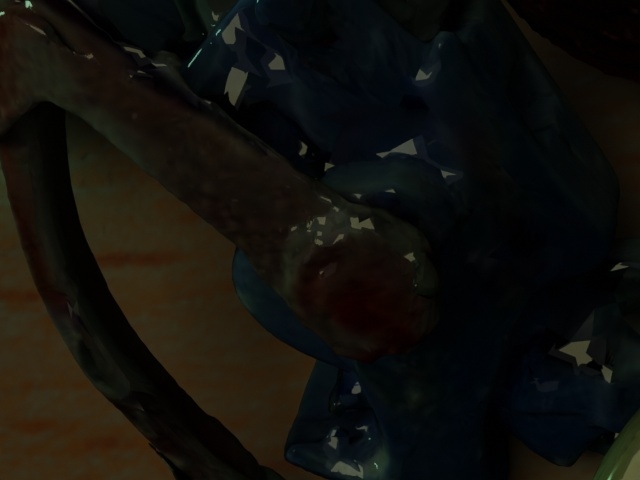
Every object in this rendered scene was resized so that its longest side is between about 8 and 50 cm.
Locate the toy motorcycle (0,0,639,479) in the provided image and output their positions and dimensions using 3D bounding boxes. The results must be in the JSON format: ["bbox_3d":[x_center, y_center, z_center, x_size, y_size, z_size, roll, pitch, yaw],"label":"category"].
[{"bbox_3d":[0.008,-0.013,0.748,0.241,0.319,0.182,-19,25,50],"label":"toy motorcycle"}]

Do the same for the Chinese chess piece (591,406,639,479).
[{"bbox_3d":[0.207,0.140,0.636,0.250,0.101,0.250,-2,85,22],"label":"Chinese chess piece"}]

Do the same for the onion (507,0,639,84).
[{"bbox_3d":[0.168,-0.221,0.668,0.282,0.260,0.336,40,100,25],"label":"onion"}]
